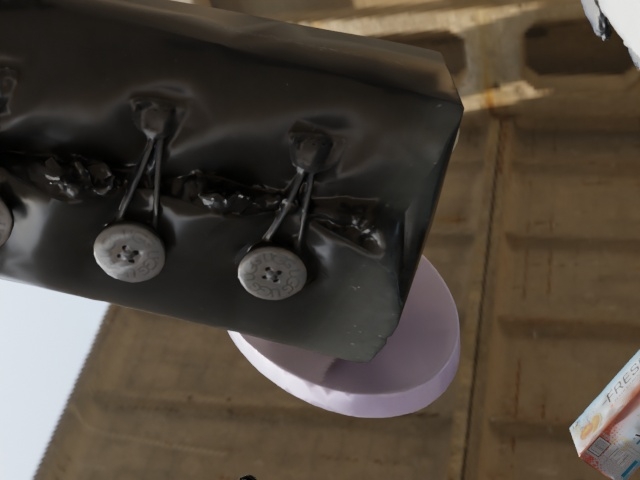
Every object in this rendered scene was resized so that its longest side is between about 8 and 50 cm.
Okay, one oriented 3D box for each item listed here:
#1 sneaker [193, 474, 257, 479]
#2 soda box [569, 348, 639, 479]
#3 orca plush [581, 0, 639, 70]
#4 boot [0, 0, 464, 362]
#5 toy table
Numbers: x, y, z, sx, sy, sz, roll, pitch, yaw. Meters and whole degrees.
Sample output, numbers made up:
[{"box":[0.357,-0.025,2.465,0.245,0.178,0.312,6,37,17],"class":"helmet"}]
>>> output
[{"box":[-0.117,0.344,1.464,0.170,0.074,0.063,12,-146,27],"class":"sneaker"},{"box":[0.329,0.151,1.081,0.183,0.058,0.063,-53,-171,18],"class":"soda box"},{"box":[0.307,-0.199,0.890,0.102,0.151,0.287,-19,-123,-14],"class":"orca plush"},{"box":[-0.174,0.005,0.664,0.445,0.367,0.146,7,-135,-16],"class":"boot"},{"box":[0.000,0.000,0.877,0.252,0.160,0.274,-32,-135,-28],"class":"toy table"}]
